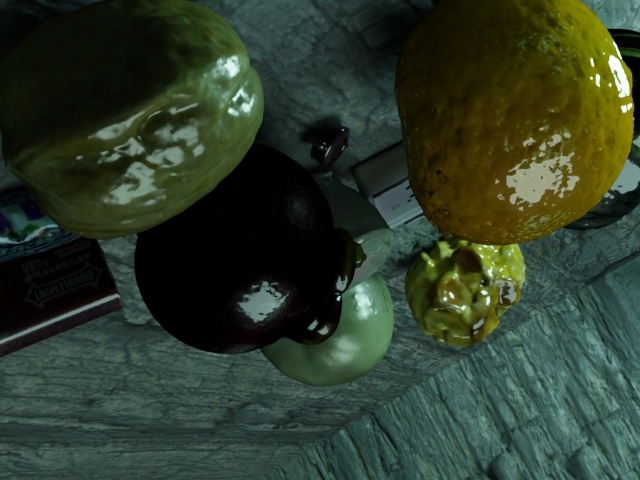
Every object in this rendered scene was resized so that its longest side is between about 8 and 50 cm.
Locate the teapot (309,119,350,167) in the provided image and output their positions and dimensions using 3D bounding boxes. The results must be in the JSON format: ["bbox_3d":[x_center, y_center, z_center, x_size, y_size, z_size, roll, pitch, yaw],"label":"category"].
[{"bbox_3d":[0.011,-0.144,1.521,0.068,0.045,0.100,-59,166,19],"label":"teapot"}]

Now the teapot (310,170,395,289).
[{"bbox_3d":[0.012,-0.007,1.673,0.163,0.178,0.221,-28,157,-13],"label":"teapot"}]

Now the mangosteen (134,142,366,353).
[{"bbox_3d":[-0.102,0.028,1.414,0.297,0.313,0.297,-30,-158,14],"label":"mangosteen"}]

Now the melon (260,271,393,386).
[{"bbox_3d":[0.009,0.137,1.895,0.271,0.272,0.308,-29,-168,6],"label":"melon"}]

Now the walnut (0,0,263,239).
[{"bbox_3d":[-0.188,-0.132,1.053,0.283,0.227,0.283,-21,-164,6],"label":"walnut"}]

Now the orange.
[{"bbox_3d":[0.248,-0.164,1.343,0.293,0.341,0.340,-8,159,3],"label":"orange"}]

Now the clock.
[{"bbox_3d":[0.138,-0.091,1.759,0.147,0.071,0.192,-28,160,1],"label":"clock"}]

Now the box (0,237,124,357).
[{"bbox_3d":[-0.399,0.081,1.455,0.224,0.120,0.069,-21,155,-12],"label":"box"}]

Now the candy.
[{"bbox_3d":[-0.362,-0.025,1.326,0.275,0.070,0.145,-21,167,-20],"label":"candy"}]

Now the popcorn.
[{"bbox_3d":[0.315,0.088,2.206,0.265,0.225,0.332,-54,161,17],"label":"popcorn"}]

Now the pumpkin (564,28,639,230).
[{"bbox_3d":[0.414,-0.169,1.594,0.323,0.241,0.323,-45,-163,18],"label":"pumpkin"}]
